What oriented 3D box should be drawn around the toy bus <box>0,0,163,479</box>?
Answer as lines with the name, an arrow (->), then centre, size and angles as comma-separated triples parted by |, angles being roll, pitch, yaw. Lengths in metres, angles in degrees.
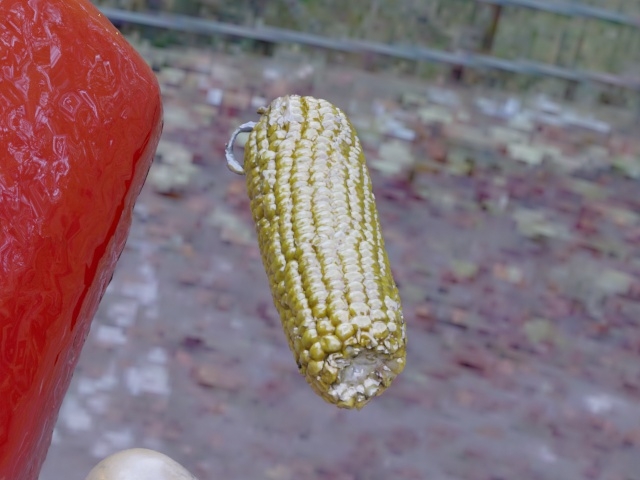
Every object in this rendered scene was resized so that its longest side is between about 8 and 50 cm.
toy bus -> -0.120, 0.049, 0.334 | 0.120, 0.121, 0.265 | -8, 51, 37

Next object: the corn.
corn -> 0.000, 0.000, 1.447 | 0.106, 0.106, 0.293 | 4, 40, -17

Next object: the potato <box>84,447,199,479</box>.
potato -> -0.135, 0.212, 1.463 | 0.112, 0.112, 0.147 | 3, -7, -20
